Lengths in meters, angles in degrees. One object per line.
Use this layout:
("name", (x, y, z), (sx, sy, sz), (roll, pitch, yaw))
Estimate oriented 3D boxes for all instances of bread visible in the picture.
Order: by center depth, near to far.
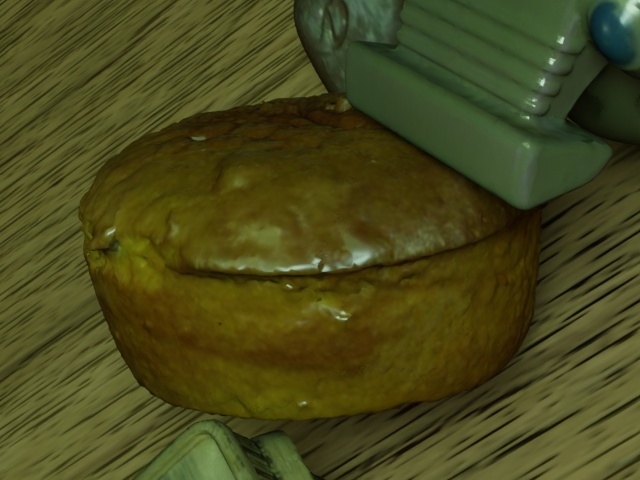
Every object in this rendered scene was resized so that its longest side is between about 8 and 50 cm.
("bread", (0.005, -0.001, 0.844), (0.312, 0.172, 0.312), (-6, 18, 2))

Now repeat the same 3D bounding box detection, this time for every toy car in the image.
("toy car", (0.208, -0.142, 0.775), (0.242, 0.336, 0.226), (37, 116, 45))

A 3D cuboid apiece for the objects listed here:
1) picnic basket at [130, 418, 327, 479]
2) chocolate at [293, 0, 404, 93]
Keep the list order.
("picnic basket", (-0.070, 0.292, 0.782), (0.313, 0.175, 0.228), (-44, 46, 10))
("chocolate", (0.070, -0.187, 0.960), (0.261, 0.083, 0.161), (-39, 78, 40))
